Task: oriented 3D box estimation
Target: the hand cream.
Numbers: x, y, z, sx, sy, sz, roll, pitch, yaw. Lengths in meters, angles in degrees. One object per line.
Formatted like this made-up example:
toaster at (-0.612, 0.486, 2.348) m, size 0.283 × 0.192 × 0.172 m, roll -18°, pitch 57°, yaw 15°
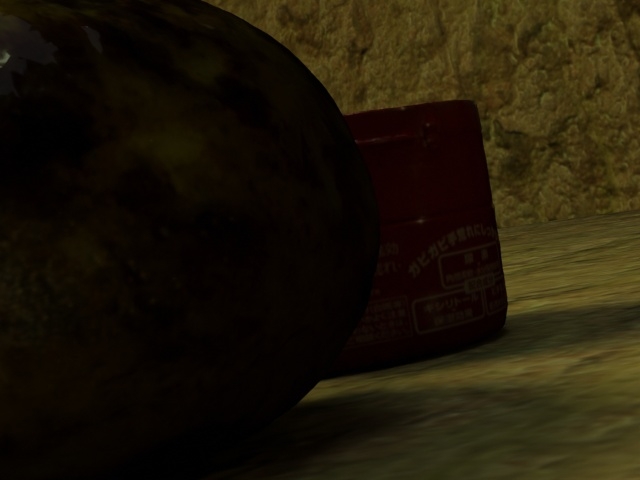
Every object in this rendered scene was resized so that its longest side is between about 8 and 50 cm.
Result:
hand cream at (0.000, 0.000, 0.668) m, size 0.193 × 0.125 × 0.193 m, roll -8°, pitch 0°, yaw 0°

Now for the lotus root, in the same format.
lotus root at (-0.075, -0.004, 0.409) m, size 0.141 × 0.169 × 0.314 m, roll -45°, pitch -11°, yaw 27°
